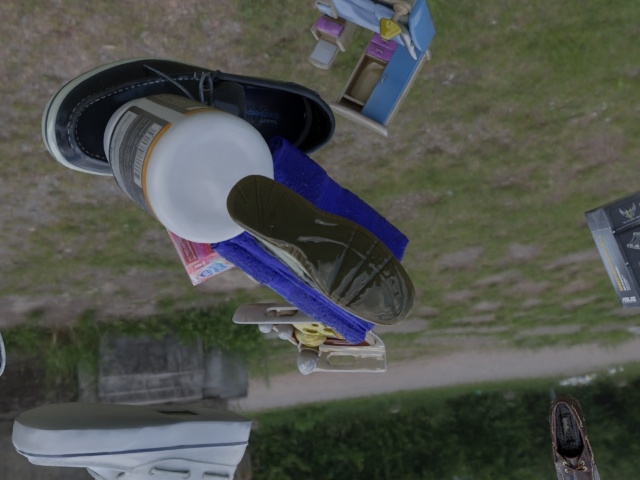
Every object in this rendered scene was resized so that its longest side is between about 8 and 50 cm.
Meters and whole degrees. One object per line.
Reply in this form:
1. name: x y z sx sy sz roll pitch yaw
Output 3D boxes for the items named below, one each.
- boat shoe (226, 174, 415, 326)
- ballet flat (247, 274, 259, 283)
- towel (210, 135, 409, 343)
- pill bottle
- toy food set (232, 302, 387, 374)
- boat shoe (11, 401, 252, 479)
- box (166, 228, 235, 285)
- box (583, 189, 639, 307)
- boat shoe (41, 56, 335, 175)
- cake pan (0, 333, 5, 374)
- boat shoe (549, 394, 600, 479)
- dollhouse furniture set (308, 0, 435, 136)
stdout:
1. boat shoe: 0.002 0.010 0.758 0.223 0.080 0.073 34 175 10
2. ballet flat: -0.165 -0.001 1.624 0.073 0.206 0.067 -23 171 -9
3. towel: 0.000 0.000 1.161 0.308 0.227 0.076 37 155 -23
4. pill bottle: -0.188 -0.108 0.956 0.162 0.162 0.278 5 -166 -31
5. toy food set: -0.015 0.215 1.521 0.220 0.092 0.306 -4 152 27
6. boat shoe: -0.174 0.207 0.695 0.096 0.088 0.267 7 173 33
7. box: -0.260 -0.083 1.470 0.154 0.300 0.142 -24 163 -11
8. box: 0.598 -0.007 1.259 0.231 0.183 0.056 -22 177 -15
9. boat shoe: -0.185 -0.192 1.161 0.500 0.186 0.156 -7 -160 -38
10. cake pan: -0.477 0.063 0.789 0.293 0.054 0.293 18 133 20
11. boat shoe: 0.454 0.385 1.303 0.073 0.207 0.073 -16 169 20
12. dollhouse furniture set: 0.053 -0.381 1.419 0.286 0.198 0.303 29 179 18
